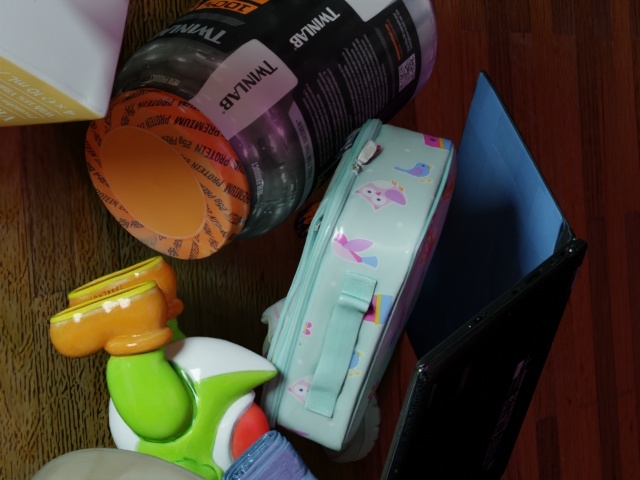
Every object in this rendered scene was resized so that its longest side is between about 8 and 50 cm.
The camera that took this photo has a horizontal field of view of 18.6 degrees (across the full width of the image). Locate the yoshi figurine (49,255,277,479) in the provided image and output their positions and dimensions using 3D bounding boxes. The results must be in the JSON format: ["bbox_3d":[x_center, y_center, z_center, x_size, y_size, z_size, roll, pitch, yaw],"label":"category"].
[{"bbox_3d":[-0.143,0.213,1.727,0.203,0.203,0.362,-30,101,-34],"label":"yoshi figurine"}]

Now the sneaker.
[{"bbox_3d":[-0.007,0.135,2.007,0.103,0.111,0.252,-115,-167,-50],"label":"sneaker"}]

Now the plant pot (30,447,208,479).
[{"bbox_3d":[-0.183,0.368,1.516,0.280,0.323,0.323,-45,124,-45],"label":"plant pot"}]

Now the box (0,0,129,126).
[{"bbox_3d":[-0.324,-0.183,1.307,0.215,0.345,0.168,29,65,-52],"label":"box"}]

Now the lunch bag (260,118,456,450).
[{"bbox_3d":[0.031,0.038,1.758,0.224,0.108,0.279,-60,169,-54],"label":"lunch bag"}]

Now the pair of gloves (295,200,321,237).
[{"bbox_3d":[0.000,0.000,2.093,0.074,0.010,0.083,-28,112,-54],"label":"pair of gloves"}]

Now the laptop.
[{"bbox_3d":[0.095,0.107,1.948,0.408,0.236,0.382,-34,149,-41],"label":"laptop"}]

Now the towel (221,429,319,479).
[{"bbox_3d":[-0.027,0.224,1.670,0.067,0.029,0.119,-44,109,-21],"label":"towel"}]

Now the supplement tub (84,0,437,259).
[{"bbox_3d":[-0.054,-0.139,1.825,0.338,0.207,0.207,-45,125,-41],"label":"supplement tub"}]
